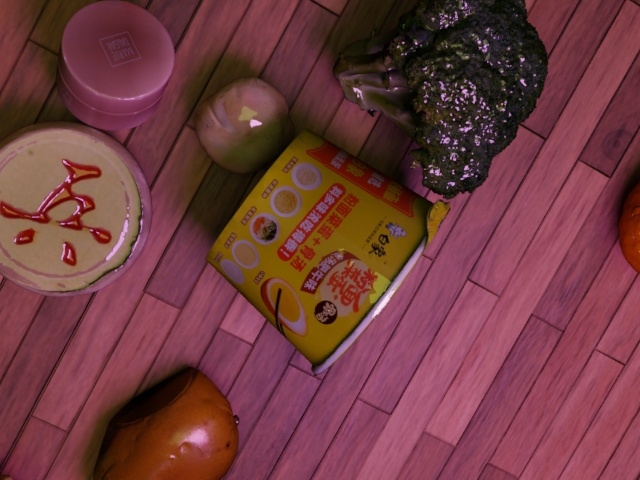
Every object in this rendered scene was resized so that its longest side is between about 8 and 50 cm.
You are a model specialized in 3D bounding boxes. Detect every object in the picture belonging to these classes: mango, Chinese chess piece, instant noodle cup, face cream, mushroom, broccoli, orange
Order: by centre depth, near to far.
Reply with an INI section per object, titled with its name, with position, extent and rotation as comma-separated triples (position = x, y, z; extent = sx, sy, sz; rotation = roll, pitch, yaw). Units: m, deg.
[face cream]
position = -0.280, -0.236, 1.194
extent = 0.149, 0.104, 0.149
rotation = 6, 71, -19
[instant noodle cup]
position = 0.000, 0.000, 1.213
extent = 0.221, 0.311, 0.311
rotation = 37, 92, -2
[broccoli]
position = 0.170, -0.227, 1.219
extent = 0.283, 0.321, 0.304
rotation = 6, 118, 26
[Chinese chess piece]
position = -0.364, -0.045, 1.242
extent = 0.249, 0.103, 0.250
rotation = -1, 99, -10
[mushroom]
position = -0.107, -0.164, 1.251
extent = 0.148, 0.112, 0.148
rotation = 0, 123, 0
[mango]
position = -0.226, 0.316, 1.298
extent = 0.236, 0.136, 0.166
rotation = -30, 104, 3
[orange]
position = 0.551, -0.022, 1.342
extent = 0.193, 0.161, 0.193
rotation = 1, 101, 5

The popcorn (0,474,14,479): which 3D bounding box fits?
[popcorn]
position = -0.482, 0.492, 1.218
extent = 0.225, 0.332, 0.265
rotation = -4, 133, -38
